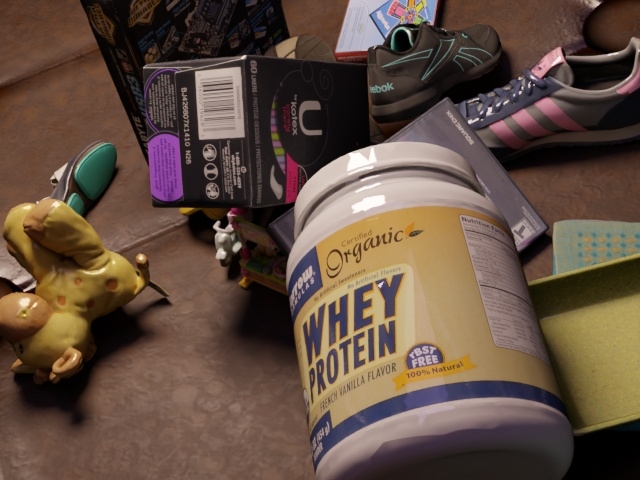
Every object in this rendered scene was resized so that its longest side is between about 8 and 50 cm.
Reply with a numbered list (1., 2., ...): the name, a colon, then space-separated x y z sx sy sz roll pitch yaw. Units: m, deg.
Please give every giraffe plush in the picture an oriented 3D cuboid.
1. giraffe plush: -0.308 0.077 1.207 0.210 0.181 0.170 31 65 -3

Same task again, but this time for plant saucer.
1. plant saucer: 0.298 0.103 1.000 0.188 0.045 0.188 -15 44 0

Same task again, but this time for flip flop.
1. flip flop: 0.004 -0.177 1.413 0.112 0.080 0.277 -30 61 -9

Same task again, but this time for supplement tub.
1. supplement tub: 0.089 0.088 0.967 0.228 0.228 0.316 -13 55 4

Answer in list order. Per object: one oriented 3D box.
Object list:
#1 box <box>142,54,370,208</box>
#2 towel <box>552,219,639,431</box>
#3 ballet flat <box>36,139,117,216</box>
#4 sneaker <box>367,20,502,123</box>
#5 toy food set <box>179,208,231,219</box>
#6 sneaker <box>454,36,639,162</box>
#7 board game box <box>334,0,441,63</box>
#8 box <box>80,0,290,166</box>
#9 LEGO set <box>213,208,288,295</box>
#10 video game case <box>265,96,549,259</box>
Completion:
1. box: -0.063 -0.127 1.208 0.143 0.165 0.270 1 8 31
2. towel: 0.419 0.086 1.047 0.370 0.040 0.271 2 47 15
3. ballet flat: -0.344 -0.063 1.401 0.074 0.074 0.203 2 49 18
4. sneaker: 0.155 -0.251 1.381 0.101 0.106 0.267 -3 26 43
5. toy food set: -0.107 -0.108 1.360 0.128 0.071 0.218 -28 35 51
6. sneaker: 0.262 -0.181 1.294 0.319 0.131 0.112 -11 44 6
7. board game box: 0.115 -0.371 1.606 0.145 0.027 0.281 -2 45 17
8. box: -0.167 -0.290 1.414 0.073 0.293 0.295 18 53 31
9. LEGO set: 0.000 0.000 1.205 0.287 0.107 0.132 2 46 18
10. video game case: 0.103 -0.013 1.165 0.274 0.026 0.196 -36 87 -21
